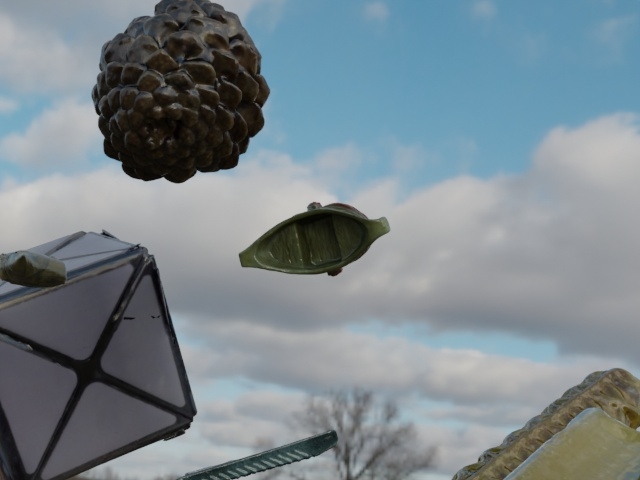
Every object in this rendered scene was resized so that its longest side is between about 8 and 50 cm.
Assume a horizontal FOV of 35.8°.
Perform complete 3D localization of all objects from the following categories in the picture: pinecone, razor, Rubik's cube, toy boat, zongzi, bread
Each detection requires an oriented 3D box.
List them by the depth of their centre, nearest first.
[{"bbox_3d":[-0.071,0.214,0.927,0.190,0.033,0.066,-19,-12,-18],"label":"razor"},{"bbox_3d":[0.235,0.222,1.031,0.367,0.077,0.084,-21,-6,-42],"label":"bread"},{"bbox_3d":[-0.148,-0.164,1.044,0.184,0.205,0.179,-12,-51,0],"label":"pinecone"},{"bbox_3d":[-0.299,0.027,1.064,0.076,0.040,0.083,8,-19,-35],"label":"zongzi"},{"bbox_3d":[0.000,0.000,1.121,0.185,0.089,0.071,-14,3,24],"label":"toy boat"},{"bbox_3d":[-0.403,0.176,1.542,0.310,0.305,0.307,-21,16,-26],"label":"Rubik's cube"}]

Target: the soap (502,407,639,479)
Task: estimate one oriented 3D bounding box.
[{"bbox_3d":[0.095,0.178,0.369,0.089,0.174,0.274,-3,6,33],"label":"soap"}]
